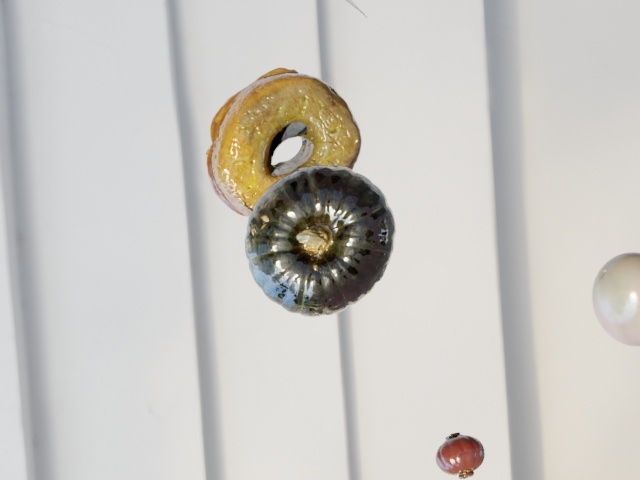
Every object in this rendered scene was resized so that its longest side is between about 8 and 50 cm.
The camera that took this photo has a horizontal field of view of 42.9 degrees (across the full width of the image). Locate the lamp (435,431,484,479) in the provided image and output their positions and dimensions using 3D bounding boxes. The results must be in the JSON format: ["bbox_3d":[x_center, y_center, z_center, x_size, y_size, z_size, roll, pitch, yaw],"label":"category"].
[{"bbox_3d":[0.281,0.433,1.641,0.101,0.090,0.101,-14,152,-8],"label":"lamp"}]

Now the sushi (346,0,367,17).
[{"bbox_3d":[-0.065,-0.370,1.022,0.043,0.279,0.192,-47,147,17],"label":"sushi"}]

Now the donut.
[{"bbox_3d":[-0.071,-0.185,1.628,0.299,0.317,0.150,11,-174,-17],"label":"donut"}]

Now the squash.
[{"bbox_3d":[0.001,0.000,1.019,0.193,0.193,0.156,-5,177,-21],"label":"squash"}]

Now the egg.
[{"bbox_3d":[0.400,0.076,1.037,0.103,0.135,0.103,-12,-141,10],"label":"egg"}]
